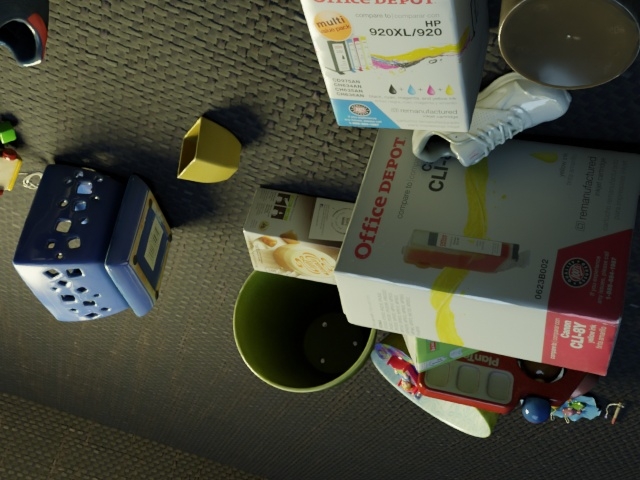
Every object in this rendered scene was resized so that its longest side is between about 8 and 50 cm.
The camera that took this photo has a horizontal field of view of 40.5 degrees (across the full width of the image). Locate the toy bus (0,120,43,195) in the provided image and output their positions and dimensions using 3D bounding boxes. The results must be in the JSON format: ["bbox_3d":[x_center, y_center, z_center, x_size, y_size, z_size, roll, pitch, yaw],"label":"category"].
[{"bbox_3d":[-0.645,-0.152,1.605,0.104,0.191,0.202,51,167,32],"label":"toy bus"}]

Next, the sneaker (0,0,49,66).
[{"bbox_3d":[-0.489,-0.296,1.092,0.131,0.148,0.350,-8,176,39],"label":"sneaker"}]

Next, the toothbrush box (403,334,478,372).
[{"bbox_3d":[0.266,0.084,1.414,0.283,0.122,0.206,-18,150,-1],"label":"toothbrush box"}]

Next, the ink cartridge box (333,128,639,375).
[{"bbox_3d":[0.240,0.003,1.245,0.384,0.279,0.160,9,149,17],"label":"ink cartridge box"}]

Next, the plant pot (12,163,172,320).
[{"bbox_3d":[-0.416,0.009,1.655,0.212,0.236,0.236,2,148,11],"label":"plant pot"}]

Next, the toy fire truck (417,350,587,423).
[{"bbox_3d":[0.340,0.198,1.568,0.302,0.254,0.169,13,151,5],"label":"toy fire truck"}]

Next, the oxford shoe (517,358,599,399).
[{"bbox_3d":[0.409,0.260,1.819,0.348,0.123,0.130,-20,109,48],"label":"oxford shoe"}]

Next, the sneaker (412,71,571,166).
[{"bbox_3d":[0.226,-0.150,1.174,0.232,0.115,0.090,-11,141,38],"label":"sneaker"}]

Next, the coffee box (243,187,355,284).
[{"bbox_3d":[0.000,0.000,1.555,0.246,0.098,0.141,9,150,12],"label":"coffee box"}]

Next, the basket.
[{"bbox_3d":[0.251,-0.273,0.844,0.154,0.227,0.204,16,151,1],"label":"basket"}]

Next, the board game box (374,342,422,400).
[{"bbox_3d":[0.166,0.263,1.672,0.168,0.033,0.133,38,162,-1],"label":"board game box"}]

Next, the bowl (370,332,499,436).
[{"bbox_3d":[0.262,0.251,1.764,0.289,0.156,0.289,34,162,13],"label":"bowl"}]

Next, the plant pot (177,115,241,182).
[{"bbox_3d":[-0.178,-0.141,1.430,0.083,0.082,0.081,16,153,-25],"label":"plant pot"}]

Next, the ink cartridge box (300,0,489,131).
[{"bbox_3d":[0.093,-0.264,0.993,0.171,0.168,0.233,6,148,19],"label":"ink cartridge box"}]

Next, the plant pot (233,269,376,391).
[{"bbox_3d":[0.001,0.184,1.741,0.274,0.275,0.293,7,165,15],"label":"plant pot"}]

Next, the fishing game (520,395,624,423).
[{"bbox_3d":[0.553,0.385,1.999,0.264,0.041,0.189,8,152,14],"label":"fishing game"}]
